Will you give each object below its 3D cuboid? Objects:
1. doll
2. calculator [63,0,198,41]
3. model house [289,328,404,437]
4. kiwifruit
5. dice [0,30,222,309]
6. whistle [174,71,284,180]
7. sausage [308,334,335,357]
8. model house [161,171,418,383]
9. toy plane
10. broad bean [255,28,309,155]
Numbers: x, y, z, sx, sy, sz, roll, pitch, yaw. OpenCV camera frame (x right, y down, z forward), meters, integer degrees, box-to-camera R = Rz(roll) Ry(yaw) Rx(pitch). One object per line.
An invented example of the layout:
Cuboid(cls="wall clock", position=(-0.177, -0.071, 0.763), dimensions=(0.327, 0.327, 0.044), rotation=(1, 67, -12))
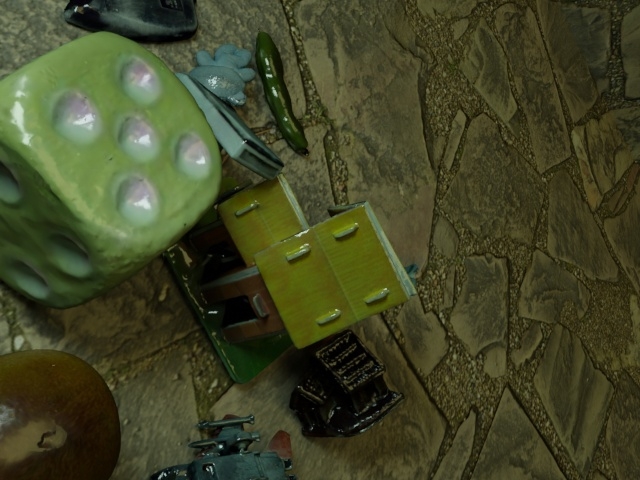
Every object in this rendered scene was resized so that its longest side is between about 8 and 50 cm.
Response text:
Cuboid(cls="doll", position=(-0.170, -0.281, 1.207), dimensions=(0.120, 0.075, 0.179), rotation=(16, 33, -1))
Cuboid(cls="calculator", position=(-0.303, -0.408, 1.130), dimensions=(0.268, 0.040, 0.177), rotation=(-13, 87, -53))
Cuboid(cls="model house", position=(0.026, 0.234, 1.137), dimensions=(0.165, 0.106, 0.152), rotation=(-33, 120, -19))
Cuboid(cls="kiwifruit", position=(-0.335, 0.220, 0.739), dimensions=(0.234, 0.196, 0.195), rotation=(-11, 83, -42))
Cuboid(cls="dice", position=(-0.292, -0.083, 0.853), dimensions=(0.249, 0.252, 0.254), rotation=(56, 41, -17))
Cuboid(cls="whistle", position=(-0.195, -0.148, 1.021), dimensions=(0.164, 0.163, 0.289), rotation=(5, 34, -46))
Cuboid(cls="sausage", position=(0.044, 0.213, 1.241), dimensions=(0.154, 0.062, 0.062), rotation=(34, 53, -34))
Cuboid(cls="model house", position=(0.000, 0.000, 1.077), dimensions=(0.340, 0.324, 0.300), rotation=(-34, 102, -48))
Cuboid(cls="toy plane", position=(-0.156, 0.331, 0.951), dimensions=(0.326, 0.104, 0.223), rotation=(14, 39, -40))
Cuboid(cls="broad bean", position=(-0.078, -0.276, 1.308), dimensions=(0.065, 0.046, 0.254), rotation=(-22, 93, -55))
